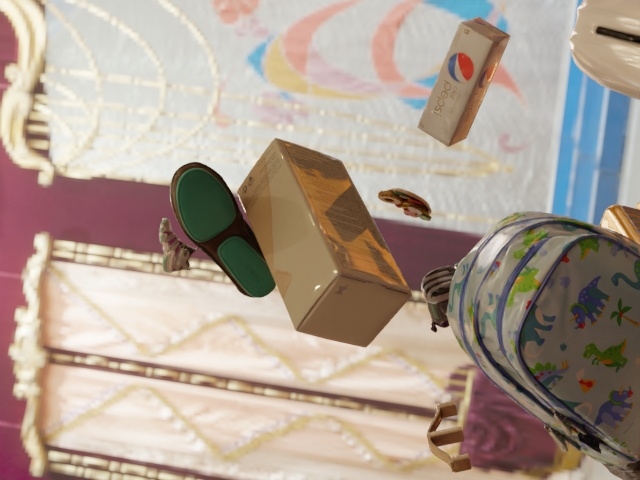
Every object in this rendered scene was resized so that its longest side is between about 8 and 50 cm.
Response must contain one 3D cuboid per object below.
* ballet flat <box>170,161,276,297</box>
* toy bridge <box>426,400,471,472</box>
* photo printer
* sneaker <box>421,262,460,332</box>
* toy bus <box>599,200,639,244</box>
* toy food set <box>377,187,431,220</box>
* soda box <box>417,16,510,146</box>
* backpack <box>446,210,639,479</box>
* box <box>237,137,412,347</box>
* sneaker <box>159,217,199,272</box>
[{"bbox_3d":[-0.161,-0.021,1.878,0.280,0.095,0.096,61,175,-35],"label":"ballet flat"},{"bbox_3d":[0.217,0.340,2.094,0.188,0.063,0.026,-97,-7,-66],"label":"toy bridge"},{"bbox_3d":[0.397,-0.161,1.098,0.307,0.256,0.107,0,-72,-42],"label":"photo printer"},{"bbox_3d":[0.266,0.072,1.884,0.083,0.223,0.098,-116,13,-54],"label":"sneaker"},{"bbox_3d":[0.543,0.029,2.006,0.333,0.130,0.108,-89,13,-69],"label":"toy bus"},{"bbox_3d":[0.135,-0.058,1.886,0.083,0.082,0.020,38,-109,-40],"label":"toy food set"},{"bbox_3d":[0.249,-0.276,2.102,0.069,0.074,0.216,-27,-34,-49],"label":"soda box"},{"bbox_3d":[0.334,0.110,1.498,0.290,0.355,0.273,-54,2,3],"label":"backpack"},{"bbox_3d":[0.000,0.000,1.805,0.121,0.148,0.311,-52,40,26],"label":"box"},{"bbox_3d":[-0.248,0.007,2.142,0.038,0.069,0.098,-90,-4,-77],"label":"sneaker"}]
